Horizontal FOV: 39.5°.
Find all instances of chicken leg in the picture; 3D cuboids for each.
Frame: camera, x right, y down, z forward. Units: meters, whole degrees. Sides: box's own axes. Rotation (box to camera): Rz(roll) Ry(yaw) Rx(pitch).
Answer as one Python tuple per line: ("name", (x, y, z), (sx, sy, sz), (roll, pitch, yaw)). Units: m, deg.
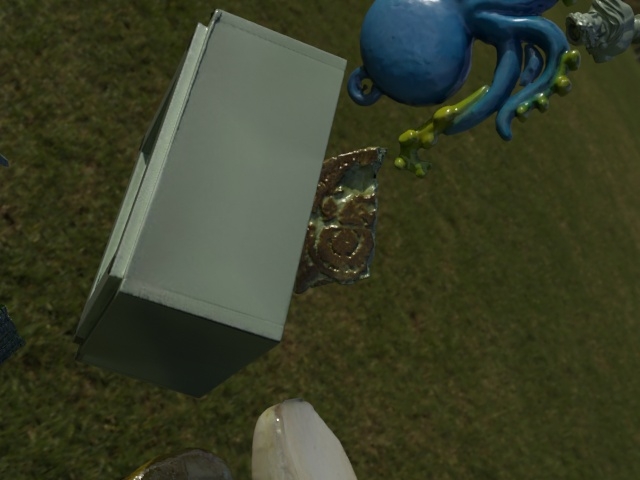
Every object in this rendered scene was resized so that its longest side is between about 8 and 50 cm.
("chicken leg", (-0.164, 0.256, 0.882), (0.178, 0.070, 0.093), (6, 87, -47))

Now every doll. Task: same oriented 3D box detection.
("doll", (0.160, -0.280, 1.037), (0.346, 0.341, 0.099), (55, 10, 10))

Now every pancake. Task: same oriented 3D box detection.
("pancake", (-0.001, 0.000, 1.430), (0.197, 0.376, 0.054), (40, -3, 2))

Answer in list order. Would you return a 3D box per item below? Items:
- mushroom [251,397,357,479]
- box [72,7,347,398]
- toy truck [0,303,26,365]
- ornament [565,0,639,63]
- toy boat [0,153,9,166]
("mushroom", (0.018, 0.170, 0.380), (0.084, 0.071, 0.209), (11, 43, -51))
("box", (-0.094, -0.019, 0.693), (0.117, 0.225, 0.225), (20, 65, -14))
("toy truck", (-0.570, 0.133, 1.284), (0.121, 0.259, 0.088), (-53, 143, -41))
("ornament", (0.281, -0.210, 0.880), (0.041, 0.092, 0.068), (29, -33, 57))
("toy boat", (-0.579, -0.196, 1.453), (0.103, 0.093, 0.246), (-18, 120, -31))
